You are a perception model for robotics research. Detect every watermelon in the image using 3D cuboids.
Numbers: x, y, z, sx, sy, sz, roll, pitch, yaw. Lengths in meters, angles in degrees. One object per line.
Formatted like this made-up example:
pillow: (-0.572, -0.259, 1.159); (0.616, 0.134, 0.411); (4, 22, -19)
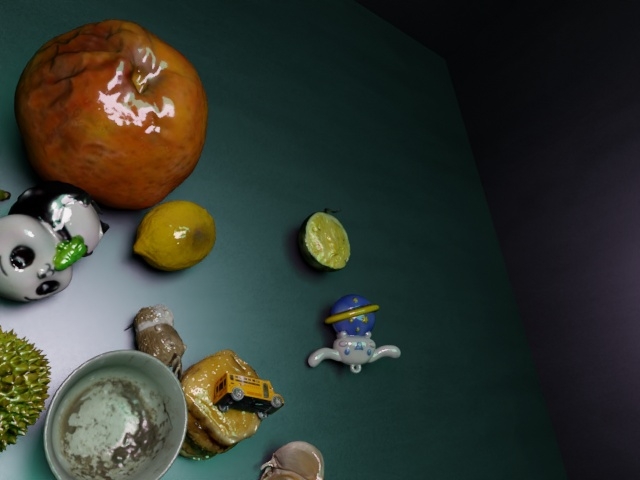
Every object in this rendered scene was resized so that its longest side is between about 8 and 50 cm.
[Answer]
watermelon: (0.000, 0.007, 1.624); (0.204, 0.127, 0.232); (0, 70, -42)

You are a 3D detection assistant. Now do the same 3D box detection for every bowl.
bowl: (-0.445, 0.388, 0.976); (0.289, 0.146, 0.290); (24, 54, -37)

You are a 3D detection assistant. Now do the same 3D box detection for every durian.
durian: (-0.630, 0.269, 0.833); (0.291, 0.291, 0.225); (42, 7, -17)

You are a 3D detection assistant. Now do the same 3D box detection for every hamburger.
hamburger: (-0.268, 0.409, 1.150); (0.244, 0.163, 0.245); (25, 45, -28)

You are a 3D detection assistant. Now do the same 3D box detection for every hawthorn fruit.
hawthorn fruit: (-0.498, -0.318, 1.140); (0.471, 0.471, 0.473); (20, 56, -33)

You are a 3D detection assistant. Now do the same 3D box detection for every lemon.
lemon: (-0.387, -0.014, 1.247); (0.256, 0.188, 0.188); (-31, 90, -47)

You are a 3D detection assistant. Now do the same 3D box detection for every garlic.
garlic: (-0.064, 0.655, 1.224); (0.143, 0.177, 0.230); (47, 55, -57)

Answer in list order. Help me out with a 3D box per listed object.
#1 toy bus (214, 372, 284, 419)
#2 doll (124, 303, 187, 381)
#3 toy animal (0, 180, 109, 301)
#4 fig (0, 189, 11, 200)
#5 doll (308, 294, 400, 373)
toy bus: (-0.168, 0.368, 1.098); (0.162, 0.069, 0.074); (25, 35, -32)
doll: (-0.388, 0.256, 1.136); (0.221, 0.114, 0.105); (49, -5, 25)
toy animal: (-0.613, 0.005, 1.017); (0.212, 0.212, 0.267); (36, 47, -23)
fig: (-0.771, -0.139, 0.984); (0.235, 0.202, 0.203); (42, 42, -48)
doll: (0.080, 0.314, 1.543); (0.310, 0.159, 0.243); (-15, 91, -21)
